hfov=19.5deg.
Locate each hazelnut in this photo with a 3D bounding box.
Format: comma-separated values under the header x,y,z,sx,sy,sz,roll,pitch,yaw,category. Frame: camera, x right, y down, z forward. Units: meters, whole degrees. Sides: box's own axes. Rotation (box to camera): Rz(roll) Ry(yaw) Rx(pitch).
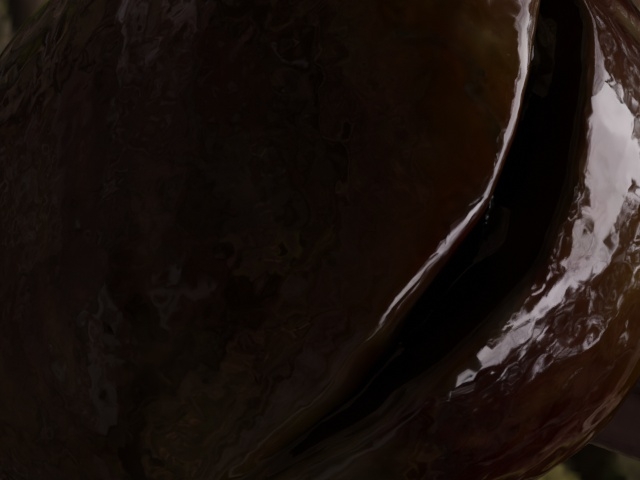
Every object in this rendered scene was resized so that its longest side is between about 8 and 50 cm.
x,y,z,sx,sy,sz,roll,pitch,yaw,category
0.000,0.000,1.013,0.402,0.429,0.402,31,49,-42,hazelnut

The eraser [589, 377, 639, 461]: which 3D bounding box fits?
x,y,z,sx,sy,sz,roll,pitch,yaw,category
0.221,0.014,1.388,0.359,0.122,0.272,17,-65,50,eraser
